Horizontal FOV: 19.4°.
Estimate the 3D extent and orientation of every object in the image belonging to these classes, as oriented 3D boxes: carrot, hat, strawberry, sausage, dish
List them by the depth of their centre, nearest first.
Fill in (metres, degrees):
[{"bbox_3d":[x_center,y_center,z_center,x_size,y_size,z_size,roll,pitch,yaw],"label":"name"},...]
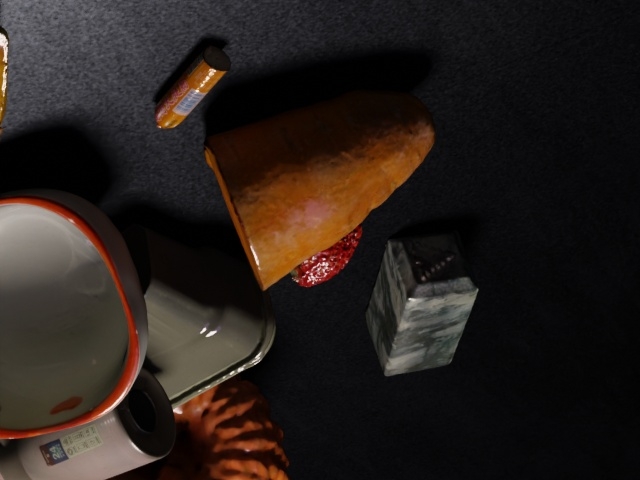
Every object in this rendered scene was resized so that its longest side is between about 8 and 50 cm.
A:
[{"bbox_3d":[-0.125,-0.138,1.749,0.031,0.031,0.107,11,140,-38],"label":"sausage"},{"bbox_3d":[0.007,-0.072,1.831,0.225,0.159,0.159,-28,149,-4],"label":"carrot"},{"bbox_3d":[-0.280,0.061,1.835,0.256,0.256,0.117,-28,-172,19],"label":"dish"},{"bbox_3d":[0.000,0.000,1.993,0.096,0.083,0.083,-32,147,12],"label":"strawberry"},{"bbox_3d":[-0.151,0.315,2.247,0.285,0.285,0.400,-20,152,6],"label":"hat"}]

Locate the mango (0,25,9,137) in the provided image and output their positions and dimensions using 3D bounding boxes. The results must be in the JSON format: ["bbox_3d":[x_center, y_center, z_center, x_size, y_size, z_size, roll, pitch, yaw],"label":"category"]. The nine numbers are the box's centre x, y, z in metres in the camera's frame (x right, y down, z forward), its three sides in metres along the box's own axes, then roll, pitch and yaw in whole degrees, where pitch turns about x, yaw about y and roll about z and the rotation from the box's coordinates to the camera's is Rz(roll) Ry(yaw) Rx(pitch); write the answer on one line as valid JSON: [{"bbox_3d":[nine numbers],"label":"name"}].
[{"bbox_3d":[-0.324,-0.125,1.642,0.101,0.066,0.187,11,135,-25],"label":"mango"}]

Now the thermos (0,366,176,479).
[{"bbox_3d":[-0.266,0.194,1.945,0.193,0.105,0.137,-24,112,26],"label":"thermos"}]

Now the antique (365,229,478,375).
[{"bbox_3d":[0.115,0.068,2.142,0.086,0.088,0.183,-9,149,-15],"label":"antique"}]

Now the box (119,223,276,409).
[{"bbox_3d":[-0.201,0.095,1.992,0.274,0.138,0.178,-32,141,23],"label":"box"}]
